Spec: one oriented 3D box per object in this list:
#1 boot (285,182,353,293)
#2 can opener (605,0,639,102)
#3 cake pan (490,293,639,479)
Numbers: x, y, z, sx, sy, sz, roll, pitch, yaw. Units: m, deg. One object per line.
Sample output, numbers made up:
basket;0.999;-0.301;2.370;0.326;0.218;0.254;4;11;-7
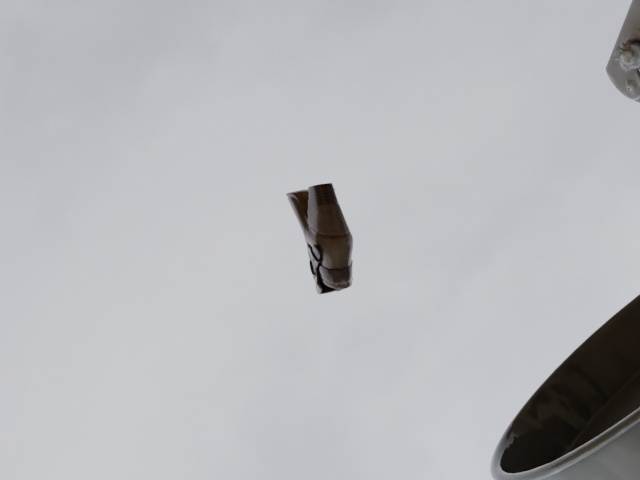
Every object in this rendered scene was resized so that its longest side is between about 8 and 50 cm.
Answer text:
boot;0.000;0.000;0.890;0.042;0.118;0.086;-8;-90;-8
can opener;0.343;-0.253;1.028;0.093;0.280;0.074;-20;-133;-33
cake pan;0.252;0.096;0.815;0.293;0.293;0.054;-42;-92;-13
